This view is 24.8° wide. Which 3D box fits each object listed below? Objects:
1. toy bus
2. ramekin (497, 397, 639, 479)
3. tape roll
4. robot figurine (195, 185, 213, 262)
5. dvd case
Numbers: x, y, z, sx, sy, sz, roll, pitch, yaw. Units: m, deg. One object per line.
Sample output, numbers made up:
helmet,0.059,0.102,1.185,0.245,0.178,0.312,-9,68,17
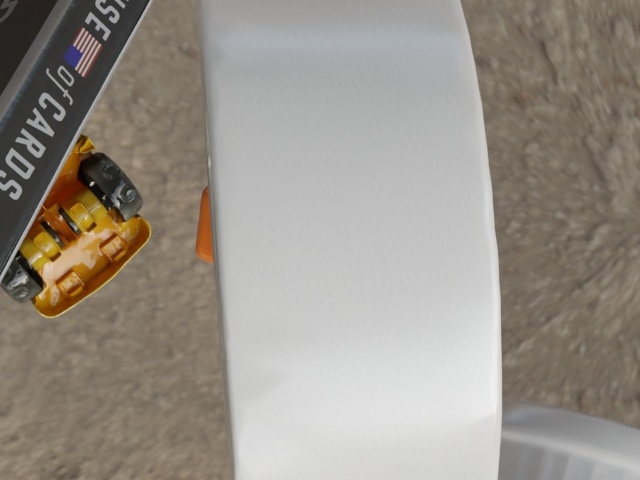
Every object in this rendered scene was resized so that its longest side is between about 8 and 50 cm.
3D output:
toy bus,-0.282,-0.061,1.321,0.149,0.211,0.220,-41,114,-11
ramekin,0.194,0.211,0.988,0.273,0.273,0.127,16,75,13
tape roll,0.002,0.005,0.634,0.100,0.286,0.286,-4,90,-4
robot figurine,0.001,-0.001,1.304,0.219,0.158,0.128,13,68,17
dvd case,-0.141,-0.029,0.492,0.179,0.239,0.029,-16,130,38
